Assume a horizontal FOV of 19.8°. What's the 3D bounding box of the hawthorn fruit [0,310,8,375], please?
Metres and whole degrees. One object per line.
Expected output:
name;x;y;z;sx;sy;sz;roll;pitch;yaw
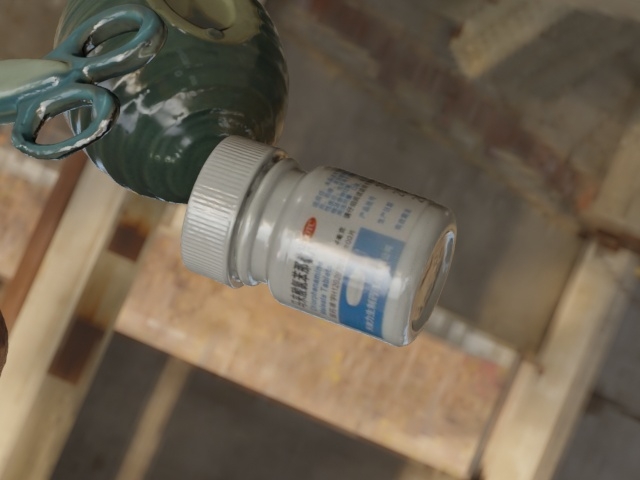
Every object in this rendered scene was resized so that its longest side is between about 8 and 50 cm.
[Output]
hawthorn fruit;-0.332;0.052;1.206;0.253;0.205;0.205;17;172;34

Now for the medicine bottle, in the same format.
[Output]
medicine bottle;0.000;0.000;1.246;0.168;0.105;0.105;19;174;16

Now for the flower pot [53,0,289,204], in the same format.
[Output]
flower pot;-0.122;-0.139;1.507;0.189;0.157;0.243;0;-140;-27

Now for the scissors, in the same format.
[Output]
scissors;-0.231;-0.108;1.327;0.289;0.138;0.041;-1;143;40
